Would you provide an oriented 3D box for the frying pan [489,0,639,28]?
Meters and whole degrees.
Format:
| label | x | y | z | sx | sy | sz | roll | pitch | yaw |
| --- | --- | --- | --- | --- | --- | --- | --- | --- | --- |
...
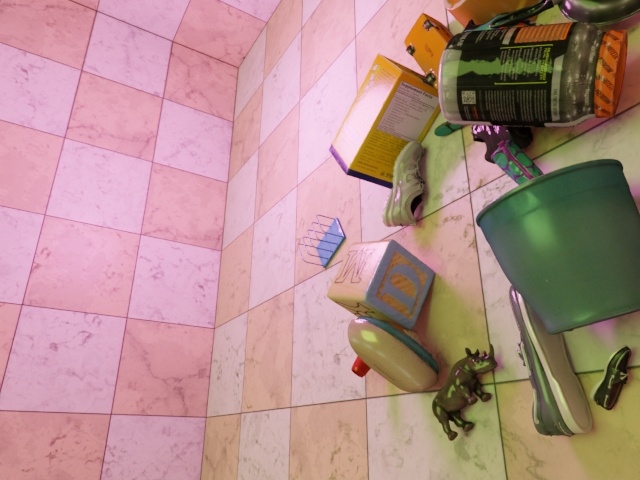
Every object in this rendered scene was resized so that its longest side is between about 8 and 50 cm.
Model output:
| label | x | y | z | sx | sy | sz | roll | pitch | yaw |
| --- | --- | --- | --- | --- | --- | --- | --- | --- | --- |
| frying pan | 0.553 | -0.557 | 1.048 | 0.326 | 0.053 | 0.197 | 18 | 81 | 35 |

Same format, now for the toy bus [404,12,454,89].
| label | x | y | z | sx | sy | sz | roll | pitch | yaw |
| --- | --- | --- | --- | --- | --- | --- | --- | --- | --- |
| toy bus | 0.357 | -0.558 | 1.449 | 0.108 | 0.130 | 0.332 | -54 | 36 | 34 |

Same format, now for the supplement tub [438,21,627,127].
| label | x | y | z | sx | sy | sz | roll | pitch | yaw |
| --- | --- | --- | --- | --- | --- | --- | --- | --- | --- |
| supplement tub | 0.443 | -0.347 | 1.029 | 0.338 | 0.207 | 0.206 | 12 | 88 | 35 |

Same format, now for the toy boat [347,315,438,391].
| label | x | y | z | sx | sy | sz | roll | pitch | yaw |
| --- | --- | --- | --- | --- | --- | --- | --- | --- | --- |
| toy boat | 0.179 | 0.301 | 1.336 | 0.148 | 0.268 | 0.318 | -51 | 1 | -23 |

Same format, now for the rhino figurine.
| label | x | y | z | sx | sy | sz | roll | pitch | yaw |
| --- | --- | --- | --- | --- | --- | --- | --- | --- | --- |
| rhino figurine | 0.343 | 0.344 | 1.144 | 0.106 | 0.073 | 0.243 | 47 | 117 | 54 |

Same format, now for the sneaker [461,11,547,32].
| label | x | y | z | sx | sy | sz | roll | pitch | yaw |
| --- | --- | --- | --- | --- | --- | --- | --- | --- | --- |
| sneaker | 0.474 | -0.491 | 1.157 | 0.302 | 0.108 | 0.120 | 14 | 87 | 35 |

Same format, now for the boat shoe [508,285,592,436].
| label | x | y | z | sx | sy | sz | roll | pitch | yaw |
| --- | --- | --- | --- | --- | --- | --- | --- | --- | --- |
| boat shoe | 0.436 | 0.233 | 0.983 | 0.099 | 0.116 | 0.319 | -40 | 50 | 43 |

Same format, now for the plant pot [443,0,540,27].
| label | x | y | z | sx | sy | sz | roll | pitch | yaw |
| --- | --- | --- | --- | --- | --- | --- | --- | --- | --- |
| plant pot | 0.437 | -0.633 | 1.276 | 0.205 | 0.188 | 0.204 | -33 | 51 | 52 |

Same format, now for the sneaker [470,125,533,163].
| label | x | y | z | sx | sy | sz | roll | pitch | yaw |
| --- | --- | --- | --- | --- | --- | --- | --- | --- | --- |
| sneaker | 0.435 | -0.324 | 1.242 | 0.130 | 0.109 | 0.286 | 131 | 144 | -51 |

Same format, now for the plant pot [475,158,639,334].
| label | x | y | z | sx | sy | sz | roll | pitch | yaw |
| --- | --- | --- | --- | --- | --- | --- | --- | --- | --- |
| plant pot | 0.466 | 0.028 | 0.891 | 0.272 | 0.272 | 0.255 | -38 | 62 | 49 |

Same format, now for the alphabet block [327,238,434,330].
| label | x | y | z | sx | sy | sz | roll | pitch | yaw |
| --- | --- | --- | --- | --- | --- | --- | --- | --- | --- |
| alphabet block | 0.171 | 0.126 | 1.381 | 0.197 | 0.192 | 0.193 | -6 | 52 | 59 |

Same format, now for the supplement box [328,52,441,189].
| label | x | y | z | sx | sy | sz | roll | pitch | yaw |
| --- | --- | --- | --- | --- | --- | --- | --- | --- | --- |
| supplement box | 0.210 | -0.380 | 1.568 | 0.356 | 0.194 | 0.195 | -61 | 32 | 26 |

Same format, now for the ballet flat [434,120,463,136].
| label | x | y | z | sx | sy | sz | roll | pitch | yaw |
| --- | --- | --- | --- | --- | --- | --- | --- | --- | --- |
| ballet flat | 0.383 | -0.337 | 1.413 | 0.114 | 0.041 | 0.041 | -15 | 65 | 58 |

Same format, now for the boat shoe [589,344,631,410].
| label | x | y | z | sx | sy | sz | roll | pitch | yaw |
| --- | --- | --- | --- | --- | --- | --- | --- | --- | --- |
| boat shoe | 0.533 | 0.248 | 0.872 | 0.038 | 0.046 | 0.125 | 47 | 121 | 57 |

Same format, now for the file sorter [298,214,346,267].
| label | x | y | z | sx | sy | sz | roll | pitch | yaw |
| --- | --- | --- | --- | --- | --- | --- | --- | --- | --- |
| file sorter | 0.000 | 0.000 | 1.874 | 0.170 | 0.105 | 0.118 | -58 | 33 | 31 |

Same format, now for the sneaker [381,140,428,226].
| label | x | y | z | sx | sy | sz | roll | pitch | yaw |
| --- | --- | --- | --- | --- | --- | --- | --- | --- | --- |
| sneaker | 0.282 | -0.167 | 1.485 | 0.115 | 0.105 | 0.281 | 11 | 83 | 28 |

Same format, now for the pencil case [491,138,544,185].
| label | x | y | z | sx | sy | sz | roll | pitch | yaw |
| --- | --- | --- | --- | --- | --- | --- | --- | --- | --- |
| pencil case | 0.461 | -0.160 | 1.101 | 0.064 | 0.070 | 0.151 | -42 | 68 | 13 |
